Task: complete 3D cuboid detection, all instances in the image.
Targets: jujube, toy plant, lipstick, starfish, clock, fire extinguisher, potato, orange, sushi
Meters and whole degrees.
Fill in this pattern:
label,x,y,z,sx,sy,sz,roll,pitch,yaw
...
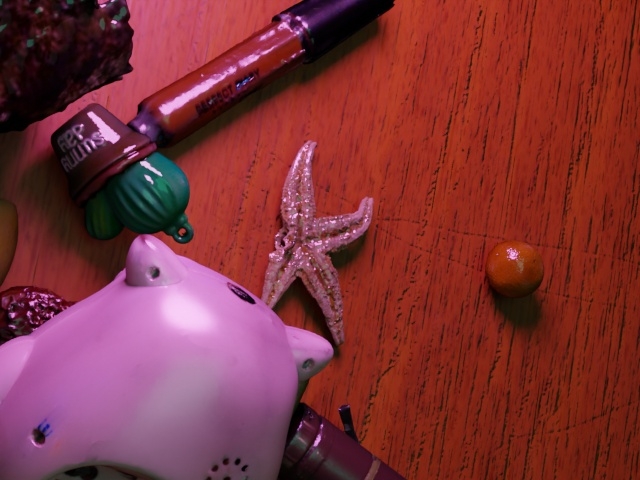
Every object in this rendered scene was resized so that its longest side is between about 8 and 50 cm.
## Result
label,x,y,z,sx,sy,sz,roll,pitch,yaw
jujube,-0.310,0.105,1.784,0.166,0.104,0.104,13,77,-30
toy plant,-0.235,-0.063,1.831,0.143,0.105,0.200,-36,94,17
lipstick,-0.072,-0.232,1.963,0.418,0.077,0.077,-35,100,-26
starfish,0.002,0.000,1.988,0.138,0.050,0.247,21,77,-26
clock,-0.189,0.208,1.655,0.368,0.250,0.376,32,105,-20
fire extinguisher,0.086,0.328,1.955,0.341,0.105,0.141,38,69,-16
potato,-0.390,0.022,1.760,0.120,0.081,0.149,-5,85,-26
orange,0.265,0.039,2.104,0.085,0.085,0.085,4,82,-27
sushi,-0.401,-0.241,1.675,0.294,0.299,0.281,-32,126,-25

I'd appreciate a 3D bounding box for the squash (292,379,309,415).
label,x,y,z,sx,sy,sz,roll,pitch,yaw
squash,-0.089,0.165,1.861,0.170,0.170,0.122,7,92,-27
